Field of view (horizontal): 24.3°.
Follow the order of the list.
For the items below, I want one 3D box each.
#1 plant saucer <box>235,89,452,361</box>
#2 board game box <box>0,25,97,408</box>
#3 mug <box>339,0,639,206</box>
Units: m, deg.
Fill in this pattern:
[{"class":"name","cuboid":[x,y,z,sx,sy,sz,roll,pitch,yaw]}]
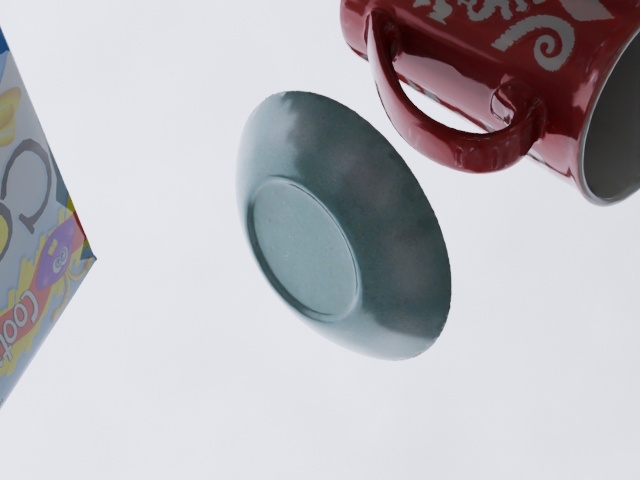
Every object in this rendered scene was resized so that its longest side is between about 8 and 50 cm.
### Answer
[{"class":"plant saucer","cuboid":[0.000,0.000,0.954,0.037,0.195,0.195,-32,-77,-33]},{"class":"board game box","cuboid":[-0.204,-0.035,0.549,0.142,0.275,0.144,20,-118,17]},{"class":"mug","cuboid":[0.090,-0.104,0.751,0.150,0.169,0.113,-3,-60,-51]}]
